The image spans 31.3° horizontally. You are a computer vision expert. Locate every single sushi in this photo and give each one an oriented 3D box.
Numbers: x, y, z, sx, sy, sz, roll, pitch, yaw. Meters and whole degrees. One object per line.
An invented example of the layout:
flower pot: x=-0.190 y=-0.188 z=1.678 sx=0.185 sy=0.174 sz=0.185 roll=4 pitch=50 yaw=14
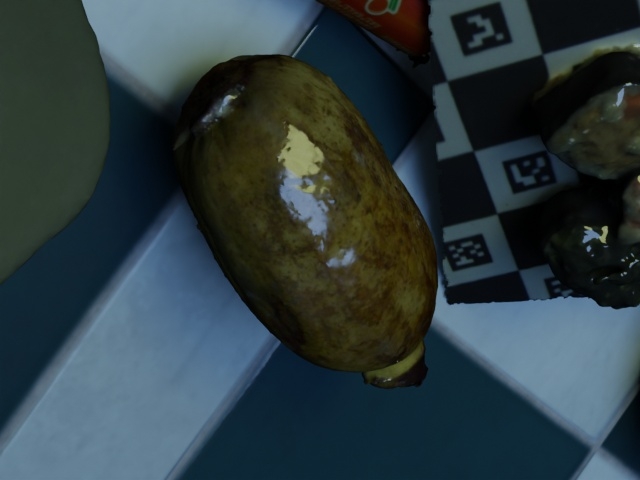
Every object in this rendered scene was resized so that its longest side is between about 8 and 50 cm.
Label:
sushi: x=0.241 y=-0.044 z=0.737 sx=0.339 sy=0.069 sz=0.320 roll=-3 pitch=136 yaw=4

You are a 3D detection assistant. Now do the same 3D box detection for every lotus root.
lotus root: x=0.000 y=0.000 z=0.714 sx=0.128 sy=0.145 sz=0.260 roll=-30 pitch=121 yaw=8

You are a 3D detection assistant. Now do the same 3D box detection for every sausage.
sausage: x=-0.020 y=-0.191 z=0.675 sx=0.264 sy=0.083 sz=0.083 roll=23 pitch=95 yaw=-35

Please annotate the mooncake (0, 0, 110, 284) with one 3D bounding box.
mooncake: x=-0.236 y=-0.077 z=0.530 sx=0.275 sy=0.135 sz=0.275 roll=-13 pitch=109 yaw=-42
